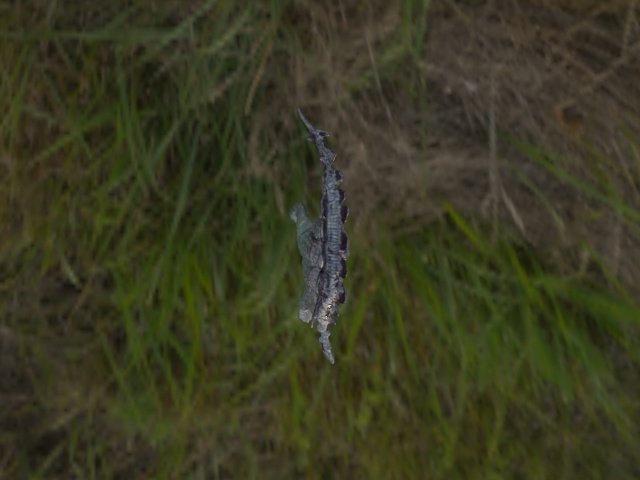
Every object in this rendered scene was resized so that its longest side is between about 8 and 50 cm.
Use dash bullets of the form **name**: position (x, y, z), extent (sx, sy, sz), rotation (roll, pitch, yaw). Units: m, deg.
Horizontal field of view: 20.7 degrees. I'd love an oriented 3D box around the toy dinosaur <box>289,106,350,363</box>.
- **toy dinosaur**: position (0.002, -0.001, 1.343), extent (0.039, 0.082, 0.208), rotation (-7, 106, -9)
